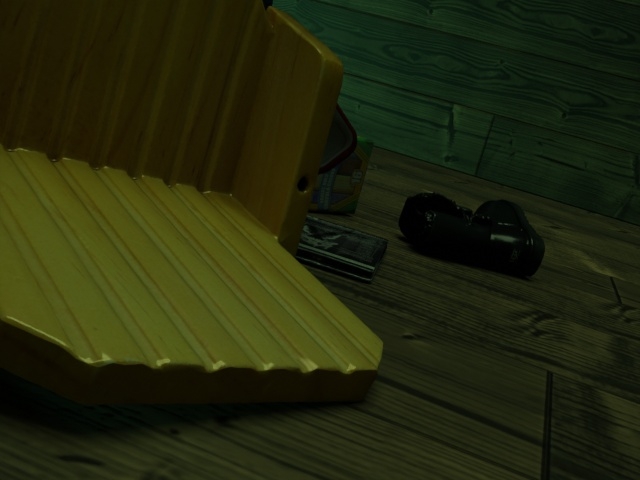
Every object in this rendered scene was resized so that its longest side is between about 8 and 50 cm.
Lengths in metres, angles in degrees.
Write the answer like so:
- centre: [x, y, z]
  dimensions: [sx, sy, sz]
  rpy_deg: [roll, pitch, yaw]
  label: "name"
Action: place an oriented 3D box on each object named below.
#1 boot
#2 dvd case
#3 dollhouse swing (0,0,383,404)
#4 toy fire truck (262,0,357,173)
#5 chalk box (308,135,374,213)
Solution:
- centre: [0.230, -0.032, 1.209]
  dimensions: [0.207, 0.094, 0.246]
  rpy_deg: [17, 18, -10]
  label: "boot"
- centre: [0.000, 0.000, 0.959]
  dimensions: [0.164, 0.018, 0.221]
  rpy_deg: [18, 12, 7]
  label: "dvd case"
- centre: [-0.098, -0.087, 0.540]
  dimensions: [0.346, 0.315, 0.305]
  rpy_deg: [12, 6, -43]
  label: "dollhouse swing"
- centre: [-0.128, -0.157, 0.816]
  dimensions: [0.302, 0.254, 0.169]
  rpy_deg: [55, -6, -25]
  label: "toy fire truck"
- centre: [-0.041, -0.128, 1.211]
  dimensions: [0.213, 0.132, 0.132]
  rpy_deg: [3, 17, -46]
  label: "chalk box"
